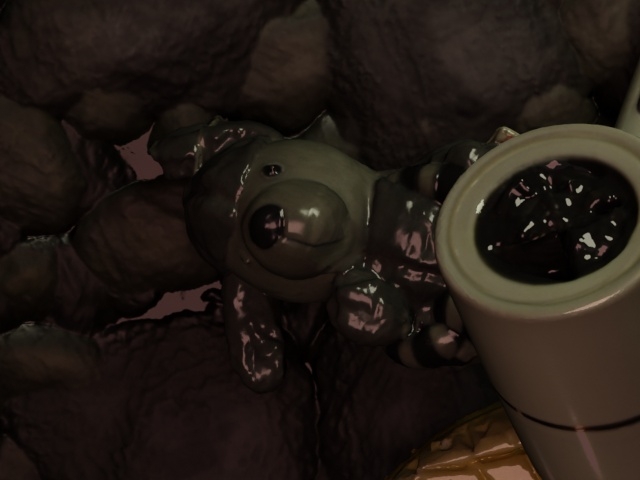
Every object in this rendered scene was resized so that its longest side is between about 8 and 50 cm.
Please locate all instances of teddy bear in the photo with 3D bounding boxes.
[{"bbox_3d":[0.013,0.013,1.001,0.251,0.144,0.171,2,96,4],"label":"teddy bear"}]

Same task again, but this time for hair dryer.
[{"bbox_3d":[0.189,-0.046,0.940,0.128,0.203,0.362,6,55,29],"label":"hair dryer"}]

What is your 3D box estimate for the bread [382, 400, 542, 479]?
[{"bbox_3d":[0.145,0.162,1.025,0.236,0.106,0.140,-21,91,5],"label":"bread"}]
